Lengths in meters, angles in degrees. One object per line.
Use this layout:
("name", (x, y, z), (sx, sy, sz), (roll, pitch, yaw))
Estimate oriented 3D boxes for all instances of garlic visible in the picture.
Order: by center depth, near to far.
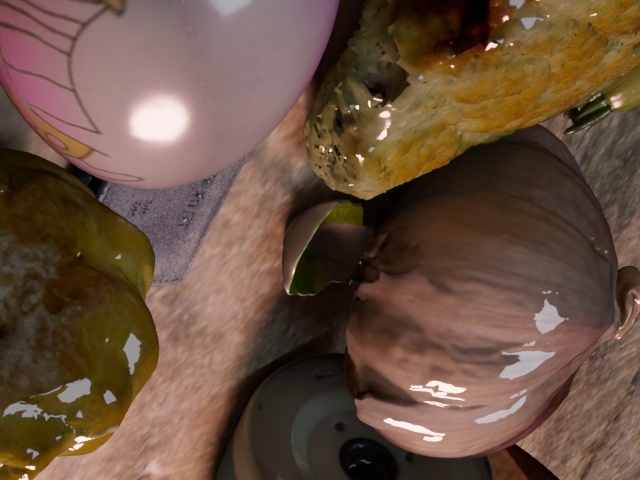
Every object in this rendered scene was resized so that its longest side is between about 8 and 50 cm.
("garlic", (0.139, 0.048, 1.469), (0.322, 0.241, 0.322), (-48, 177, -3))

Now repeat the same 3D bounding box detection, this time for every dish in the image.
("dish", (0.000, 0.000, 1.399), (0.091, 0.039, 0.137), (-60, 159, 8))

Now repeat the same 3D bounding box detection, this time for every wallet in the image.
("wallet", (-0.100, -0.058, 1.132), (0.167, 0.036, 0.222), (-3, 128, -60))

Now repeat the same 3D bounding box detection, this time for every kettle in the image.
("kettle", (-0.018, 0.331, 1.575), (0.319, 0.247, 0.342), (-68, -176, -51))

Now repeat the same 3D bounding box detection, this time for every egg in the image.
("egg", (-0.088, -0.134, 0.849), (0.196, 0.196, 0.271), (-32, 165, -36))

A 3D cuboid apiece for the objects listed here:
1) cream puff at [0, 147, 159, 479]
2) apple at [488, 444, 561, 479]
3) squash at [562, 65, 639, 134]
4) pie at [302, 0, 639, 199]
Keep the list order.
("cream puff", (-0.196, 0.068, 0.989), (0.221, 0.195, 0.194), (-37, 154, -19))
("apple", (0.146, 0.366, 1.768), (0.295, 0.365, 0.328), (-39, 121, -29))
("squash", (0.366, -0.226, 1.653), (0.341, 0.094, 0.094), (-49, 157, -1))
("pie", (0.170, -0.203, 1.243), (0.395, 0.180, 0.418), (-19, 155, -42))
